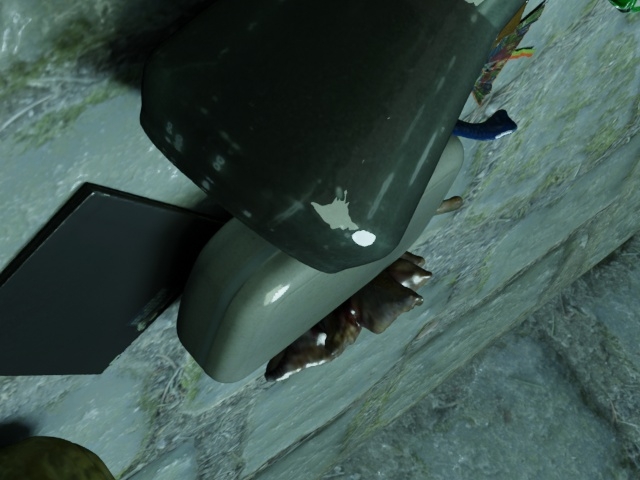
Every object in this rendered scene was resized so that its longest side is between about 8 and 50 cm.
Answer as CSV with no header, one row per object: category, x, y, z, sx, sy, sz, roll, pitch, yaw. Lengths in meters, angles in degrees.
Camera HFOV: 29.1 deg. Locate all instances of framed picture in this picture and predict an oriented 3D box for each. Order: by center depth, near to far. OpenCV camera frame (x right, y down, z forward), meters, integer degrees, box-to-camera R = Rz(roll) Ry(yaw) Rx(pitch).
framed picture,-0.236,0.054,1.287,0.255,0.014,0.339,-45,161,12

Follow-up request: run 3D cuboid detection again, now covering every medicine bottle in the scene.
medicine bottle,0.000,0.000,1.442,0.375,0.123,0.282,-35,165,-32

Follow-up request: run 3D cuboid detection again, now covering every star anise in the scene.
star anise,0.042,0.064,1.680,0.349,0.109,0.292,-29,-153,17

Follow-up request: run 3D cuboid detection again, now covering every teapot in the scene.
teapot,0.038,-0.171,1.014,0.344,0.253,0.300,-49,-166,8

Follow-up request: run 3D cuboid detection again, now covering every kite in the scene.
kite,0.236,-0.233,1.595,0.159,0.010,0.190,-26,157,-41

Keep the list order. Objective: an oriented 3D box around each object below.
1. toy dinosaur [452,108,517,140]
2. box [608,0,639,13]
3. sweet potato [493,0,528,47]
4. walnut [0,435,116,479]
toy dinosaur,0.044,-0.100,1.229,0.248,0.188,0.075,-37,154,-9
box,0.435,-0.390,1.453,0.180,0.103,0.250,-17,155,-24
sweet potato,0.163,-0.259,1.267,0.114,0.092,0.341,3,137,-31
walnut,-0.320,0.363,1.402,0.227,0.283,0.283,-26,161,-3
